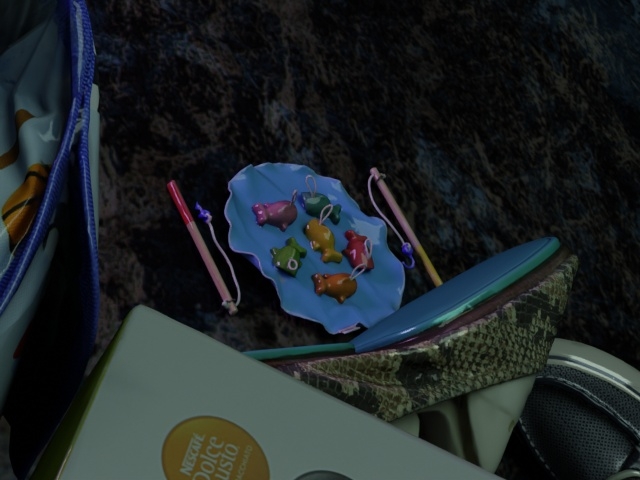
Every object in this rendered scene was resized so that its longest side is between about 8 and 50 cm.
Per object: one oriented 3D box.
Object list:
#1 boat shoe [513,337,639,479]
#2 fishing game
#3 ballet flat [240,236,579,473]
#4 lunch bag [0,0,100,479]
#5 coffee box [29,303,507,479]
[{"bbox_3d":[0.276,0.234,1.450,0.340,0.127,0.158,39,32,-8],"label":"boat shoe"},{"bbox_3d":[0.000,0.000,1.484,0.264,0.041,0.189,-1,55,-42],"label":"fishing game"},{"bbox_3d":[0.043,0.135,1.335,0.483,0.164,0.182,-17,87,-41],"label":"ballet flat"},{"bbox_3d":[-0.250,0.058,0.867,0.239,0.328,0.385,31,62,-2],"label":"lunch bag"},{"bbox_3d":[-0.050,0.305,0.810,0.334,0.338,0.337,27,47,-8],"label":"coffee box"}]
